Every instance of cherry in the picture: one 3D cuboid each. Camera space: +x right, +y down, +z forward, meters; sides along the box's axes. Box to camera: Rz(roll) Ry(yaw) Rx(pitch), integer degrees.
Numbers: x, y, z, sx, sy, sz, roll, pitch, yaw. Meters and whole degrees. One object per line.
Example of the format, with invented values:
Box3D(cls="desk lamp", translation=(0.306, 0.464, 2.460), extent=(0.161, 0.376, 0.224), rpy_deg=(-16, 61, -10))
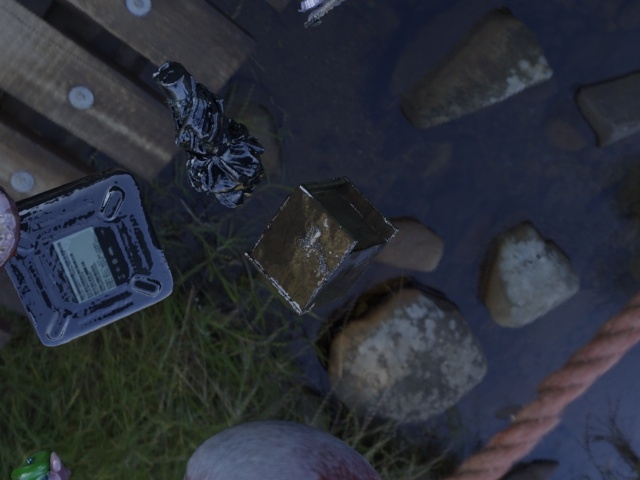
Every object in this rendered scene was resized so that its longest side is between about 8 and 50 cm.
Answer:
Box3D(cls="cherry", translation=(-0.063, 0.422, 1.261), extent=(0.335, 0.326, 0.291), rpy_deg=(-12, 113, -46))

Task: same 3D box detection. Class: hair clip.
Box3D(cls="hair clip", translation=(0.048, -0.443, 1.449), extent=(0.106, 0.292, 0.084), rpy_deg=(-36, 103, -30))

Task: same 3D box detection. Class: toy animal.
Box3D(cls="toy animal", translation=(-0.357, 0.396, 1.130), extent=(0.100, 0.103, 0.208), rpy_deg=(-15, 97, 20))

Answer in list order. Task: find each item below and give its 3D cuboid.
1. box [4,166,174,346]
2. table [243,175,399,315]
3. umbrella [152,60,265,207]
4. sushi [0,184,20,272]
Box3D(cls="box", translation=(-0.441, 0.034, 1.543), extent=(0.289, 0.073, 0.290), rpy_deg=(-23, 118, -16))
Box3D(cls="table", translation=(0.000, 0.000, 1.550), extent=(0.169, 0.172, 0.193), rpy_deg=(-16, 148, -56))
Box3D(cls="umbrella", translation=(-0.185, -0.188, 1.469), extent=(0.154, 0.128, 0.336), rpy_deg=(-20, 146, -8))
Box3D(cls="sushi", translation=(-0.508, 0.016, 1.161), extent=(0.161, 0.107, 0.241), rpy_deg=(-5, 95, -30))
